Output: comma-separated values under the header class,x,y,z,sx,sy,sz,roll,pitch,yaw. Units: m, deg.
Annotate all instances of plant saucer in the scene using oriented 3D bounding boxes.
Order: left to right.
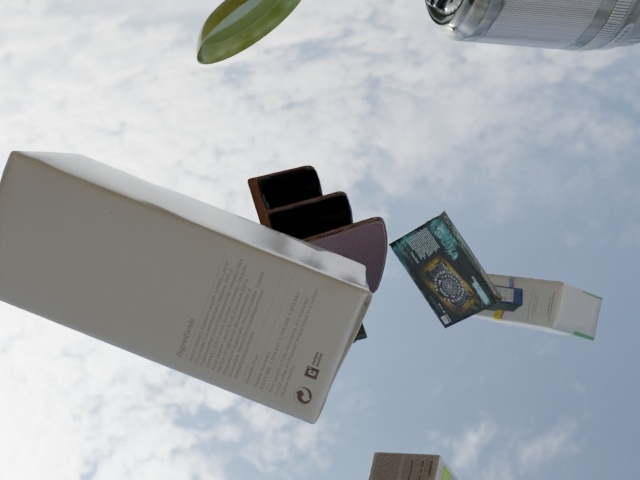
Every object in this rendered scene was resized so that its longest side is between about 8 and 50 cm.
class,x,y,z,sx,sy,sz,roll,pitch,yaw
plant saucer,-0.132,-0.404,1.447,0.241,0.037,0.241,-34,179,-1

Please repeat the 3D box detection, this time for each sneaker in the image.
class,x,y,z,sx,sy,sz,roll,pitch,yaw
sneaker,0.046,0.186,1.642,0.089,0.051,0.170,-20,-173,1

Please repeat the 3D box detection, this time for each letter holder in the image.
class,x,y,z,sx,sy,sz,roll,pitch,yaw
letter holder,0.000,0.000,1.474,0.214,0.302,0.152,-16,-117,-7

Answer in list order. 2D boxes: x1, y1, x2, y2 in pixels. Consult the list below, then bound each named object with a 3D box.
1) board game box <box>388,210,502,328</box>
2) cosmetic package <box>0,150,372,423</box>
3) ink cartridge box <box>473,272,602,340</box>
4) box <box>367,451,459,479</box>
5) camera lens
class,x,y,z,sx,sy,sz,roll,pitch,yaw
board game box,0.220,0.054,1.423,0.126,0.186,0.026,-32,-177,38
cosmetic package,-0.150,0.039,0.888,0.384,0.156,0.217,23,-174,-2
ink cartridge box,0.407,0.126,1.557,0.154,0.093,0.212,18,174,-42
box,0.149,0.400,1.152,0.103,0.203,0.114,-6,-132,30
camera lens,0.277,-0.352,1.003,0.274,0.220,0.219,1,-146,-14
